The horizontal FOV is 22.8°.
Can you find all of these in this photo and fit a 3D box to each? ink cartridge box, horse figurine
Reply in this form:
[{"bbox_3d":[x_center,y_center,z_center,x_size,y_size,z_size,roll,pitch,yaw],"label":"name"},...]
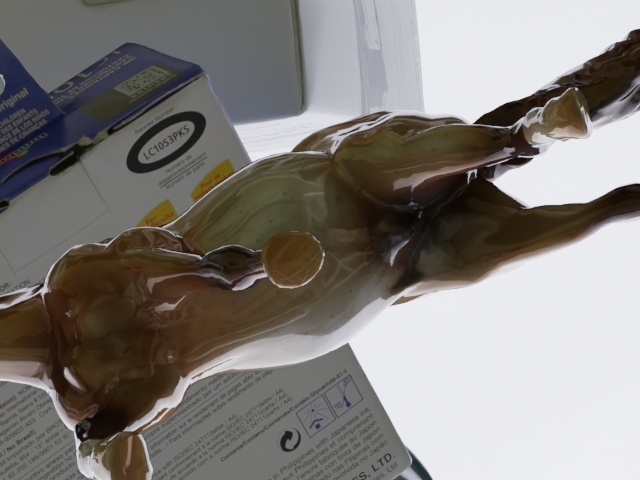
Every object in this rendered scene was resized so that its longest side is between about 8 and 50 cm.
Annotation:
[{"bbox_3d":[-0.092,-0.166,1.433,0.285,0.395,0.166,-6,-90,18],"label":"ink cartridge box"},{"bbox_3d":[-0.146,0.055,1.056,0.270,0.395,0.151,-35,-153,-15],"label":"ink cartridge box"},{"bbox_3d":[0.000,0.000,0.430,0.263,0.066,0.174,-25,-172,-23],"label":"horse figurine"}]

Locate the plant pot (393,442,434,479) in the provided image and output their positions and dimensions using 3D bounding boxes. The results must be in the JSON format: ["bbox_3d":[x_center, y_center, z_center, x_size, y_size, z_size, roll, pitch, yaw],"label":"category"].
[{"bbox_3d":[0.008,0.349,1.304,0.341,0.341,0.334,-27,-161,-9],"label":"plant pot"}]
